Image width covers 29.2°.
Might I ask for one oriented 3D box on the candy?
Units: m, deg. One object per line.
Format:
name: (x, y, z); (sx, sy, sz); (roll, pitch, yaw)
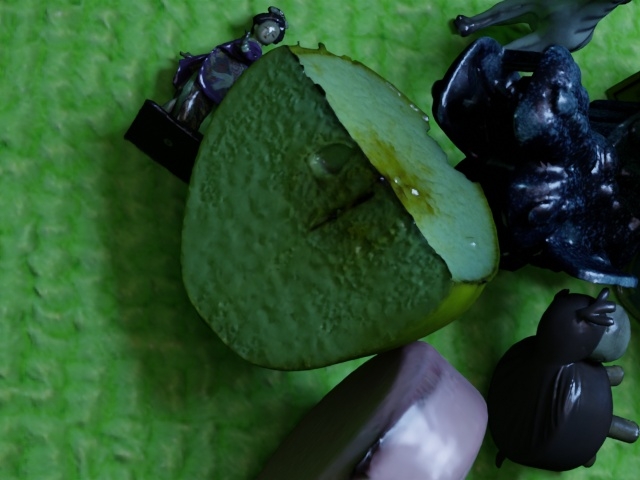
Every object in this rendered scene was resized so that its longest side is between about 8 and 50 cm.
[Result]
candy: (0.034, 0.195, 1.043); (0.094, 0.255, 0.255); (45, 67, -7)

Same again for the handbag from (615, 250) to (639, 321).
handbag: (0.482, 0.046, 1.258); (0.263, 0.241, 0.222); (48, 66, -7)

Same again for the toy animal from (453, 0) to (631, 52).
toy animal: (0.217, -0.217, 1.218); (0.170, 0.255, 0.090); (-16, 93, -9)

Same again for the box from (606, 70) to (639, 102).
box: (0.412, -0.143, 1.283); (0.064, 0.220, 0.141); (-26, 89, -27)

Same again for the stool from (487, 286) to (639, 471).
stool: (0.243, 0.137, 1.187); (0.121, 0.125, 0.217); (12, 111, -26)

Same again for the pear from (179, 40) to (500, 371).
pear: (0.000, 0.000, 1.090); (0.159, 0.292, 0.292); (0, 74, -64)

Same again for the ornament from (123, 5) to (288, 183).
ornament: (-0.093, -0.161, 1.171); (0.088, 0.081, 0.203); (40, 67, -9)

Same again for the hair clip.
hair clip: (0.236, -0.062, 1.190); (0.310, 0.194, 0.206); (14, 91, -45)
